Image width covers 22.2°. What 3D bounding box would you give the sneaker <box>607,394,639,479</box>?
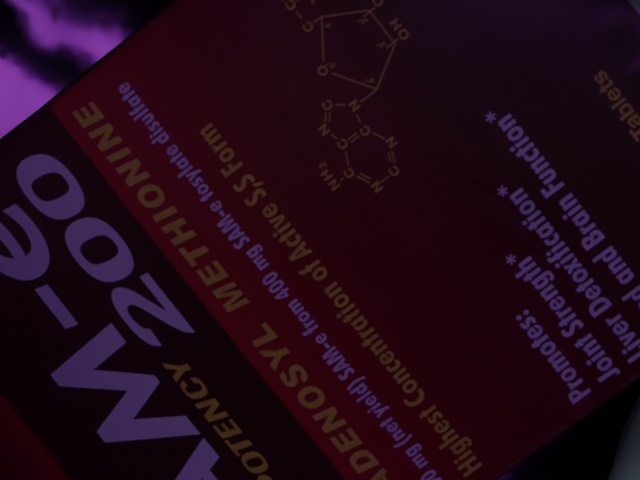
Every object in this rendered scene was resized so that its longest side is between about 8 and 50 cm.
[{"bbox_3d":[0.046,0.160,0.398,0.152,0.114,0.305,21,79,-10],"label":"sneaker"}]

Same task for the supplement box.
[{"bbox_3d":[0.000,0.000,0.385,0.239,0.073,0.130,-38,95,10],"label":"supplement box"}]
